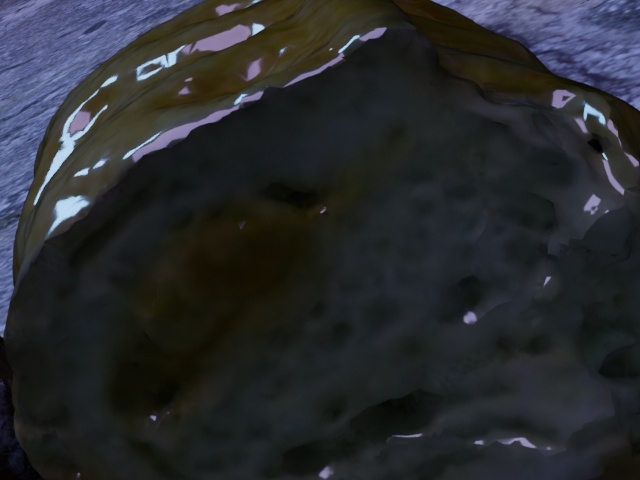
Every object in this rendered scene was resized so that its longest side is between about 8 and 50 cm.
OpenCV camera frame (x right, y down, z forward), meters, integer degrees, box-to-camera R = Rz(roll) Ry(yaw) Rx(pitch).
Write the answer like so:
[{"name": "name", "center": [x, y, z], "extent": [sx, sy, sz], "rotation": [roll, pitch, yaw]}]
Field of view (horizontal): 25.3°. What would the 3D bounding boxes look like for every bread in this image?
[{"name": "bread", "center": [0.006, 0.003, 0.526], "extent": [0.238, 0.196, 0.252], "rotation": [-27, 16, 10]}]

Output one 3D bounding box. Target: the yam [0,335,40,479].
[{"name": "yam", "center": [-0.199, 0.107, 0.684], "extent": [0.141, 0.079, 0.079], "rotation": [-30, 19, -6]}]
